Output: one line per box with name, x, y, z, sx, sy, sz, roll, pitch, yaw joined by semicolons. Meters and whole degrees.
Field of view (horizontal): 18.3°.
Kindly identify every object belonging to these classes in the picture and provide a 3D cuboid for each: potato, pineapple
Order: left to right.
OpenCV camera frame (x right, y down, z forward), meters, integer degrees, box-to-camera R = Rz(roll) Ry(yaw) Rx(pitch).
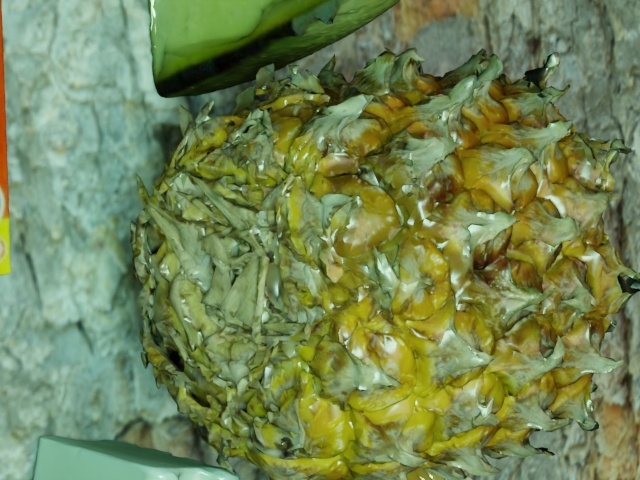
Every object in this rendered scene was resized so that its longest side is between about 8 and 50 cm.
potato;0.019;-0.278;1.473;0.212;0.280;0.330;-12;101;-38
pineapple;0.037;0.015;1.441;0.300;0.352;0.352;-1;95;-42

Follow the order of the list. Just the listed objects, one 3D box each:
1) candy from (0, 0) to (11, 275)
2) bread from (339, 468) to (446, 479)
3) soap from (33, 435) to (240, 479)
candy;-0.292;-0.107;1.338;0.146;0.088;0.276;-6;100;-43
bread;-0.007;0.267;1.598;0.288;0.152;0.119;-29;108;-37
soap;-0.154;0.287;1.460;0.087;0.159;0.266;9;90;-41
